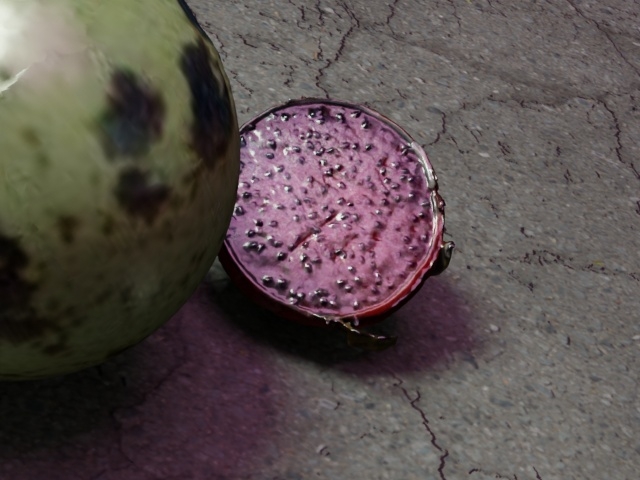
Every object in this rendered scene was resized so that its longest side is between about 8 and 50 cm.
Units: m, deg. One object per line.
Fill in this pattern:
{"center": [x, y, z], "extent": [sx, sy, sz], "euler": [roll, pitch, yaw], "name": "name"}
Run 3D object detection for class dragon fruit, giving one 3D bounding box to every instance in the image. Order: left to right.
{"center": [-0.001, -0.004, 1.369], "extent": [0.224, 0.148, 0.218], "euler": [34, 64, 3], "name": "dragon fruit"}

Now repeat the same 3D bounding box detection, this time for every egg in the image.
{"center": [-0.244, -0.083, 1.138], "extent": [0.345, 0.345, 0.428], "euler": [1, 25, -29], "name": "egg"}
